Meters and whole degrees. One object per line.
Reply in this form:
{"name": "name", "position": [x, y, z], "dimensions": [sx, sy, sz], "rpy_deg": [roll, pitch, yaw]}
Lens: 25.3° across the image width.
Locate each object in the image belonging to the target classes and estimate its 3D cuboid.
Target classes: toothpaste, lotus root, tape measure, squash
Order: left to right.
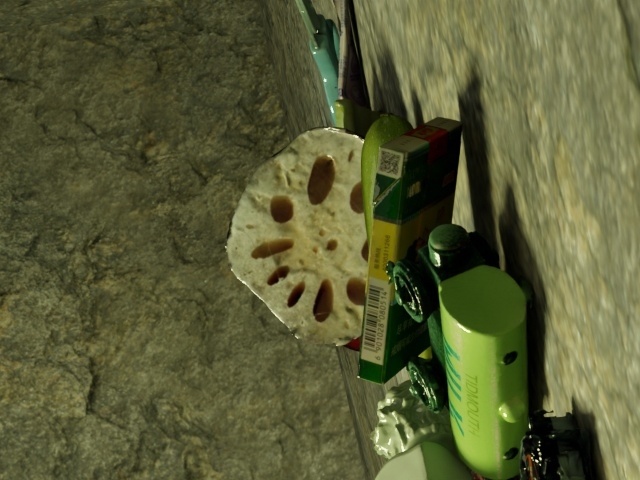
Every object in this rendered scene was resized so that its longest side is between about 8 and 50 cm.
{"name": "lotus root", "position": [0.018, -0.007, 1.820], "dimensions": [0.192, 0.272, 0.272], "rpy_deg": [-13, -88, -84]}
{"name": "toothpaste", "position": [0.035, -0.284, 2.085], "dimensions": [0.075, 0.048, 0.301], "rpy_deg": [-98, 0, -84]}
{"name": "squash", "position": [0.103, 0.021, 1.656], "dimensions": [0.094, 0.094, 0.341], "rpy_deg": [-128, 30, -82]}
{"name": "tape measure", "position": [0.186, 0.186, 1.128], "dimensions": [0.091, 0.054, 0.094], "rpy_deg": [-116, 22, -82]}

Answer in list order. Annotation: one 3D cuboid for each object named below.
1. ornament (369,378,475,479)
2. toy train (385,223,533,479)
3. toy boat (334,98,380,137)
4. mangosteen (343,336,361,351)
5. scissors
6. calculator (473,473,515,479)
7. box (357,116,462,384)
{"name": "ornament", "position": [0.110, 0.230, 1.414], "dimensions": [0.130, 0.120, 0.285], "rpy_deg": [-56, 11, 18]}
{"name": "toy train", "position": [0.142, 0.105, 1.288], "dimensions": [0.253, 0.105, 0.157], "rpy_deg": [80, 163, -44]}
{"name": "toy boat", "position": [0.060, -0.091, 2.033], "dimensions": [0.276, 0.084, 0.111], "rpy_deg": [90, 171, -55]}
{"name": "mangosteen", "position": [0.076, 0.087, 1.978], "dimensions": [0.152, 0.152, 0.152], "rpy_deg": [169, 90, -86]}
{"name": "scissors", "position": [-0.013, -0.321, 2.094], "dimensions": [0.447, 0.029, 0.192], "rpy_deg": [59, -159, -62]}
{"name": "calculator", "position": [0.201, 0.341, 1.465], "dimensions": [0.329, 0.048, 0.220], "rpy_deg": [-113, 11, -83]}
{"name": "box", "position": [0.086, 0.008, 1.369], "dimensions": [0.132, 0.034, 0.235], "rpy_deg": [-31, -49, -55]}
